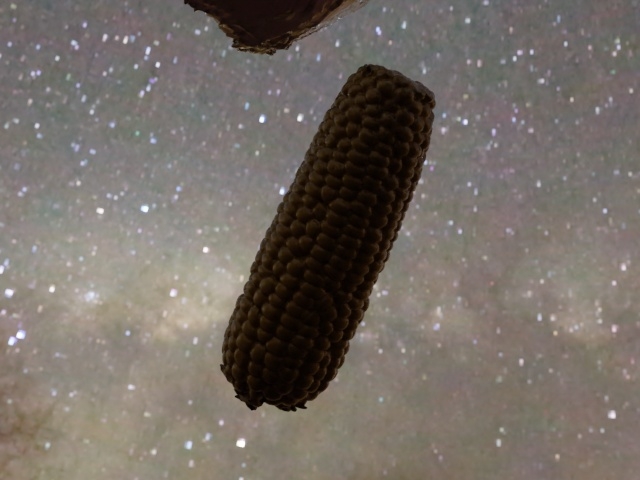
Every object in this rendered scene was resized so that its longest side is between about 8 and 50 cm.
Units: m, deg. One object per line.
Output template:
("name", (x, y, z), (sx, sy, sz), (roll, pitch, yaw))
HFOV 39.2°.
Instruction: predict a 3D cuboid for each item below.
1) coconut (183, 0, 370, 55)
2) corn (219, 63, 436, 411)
("coconut", (-0.016, -0.422, 0.888), (0.404, 0.405, 0.405), (6, -32, 4))
("corn", (0.004, 0.002, 0.640), (0.091, 0.260, 0.091), (25, 14, 10))
